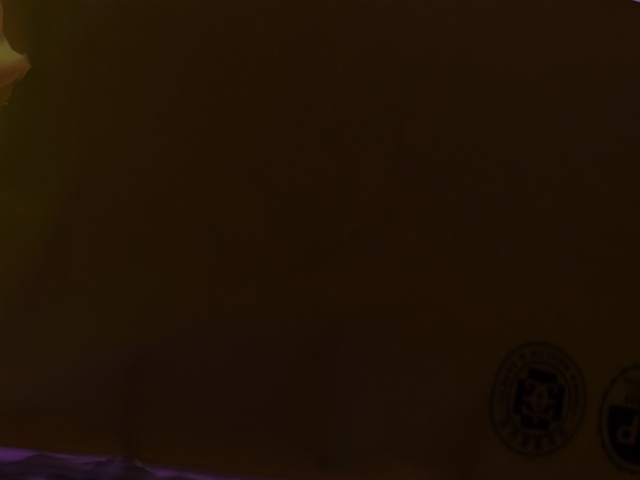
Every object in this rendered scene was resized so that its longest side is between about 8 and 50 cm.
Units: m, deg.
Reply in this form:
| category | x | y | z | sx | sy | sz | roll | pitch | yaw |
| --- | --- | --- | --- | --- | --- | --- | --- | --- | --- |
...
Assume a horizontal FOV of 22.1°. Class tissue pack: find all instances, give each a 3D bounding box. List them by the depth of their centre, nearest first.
| category | x | y | z | sx | sy | sz | roll | pitch | yaw |
| --- | --- | --- | --- | --- | --- | --- | --- | --- | --- |
| tissue pack | 0.000 | 0.000 | 0.500 | 0.134 | 0.271 | 0.192 | -34 | 51 | 55 |
